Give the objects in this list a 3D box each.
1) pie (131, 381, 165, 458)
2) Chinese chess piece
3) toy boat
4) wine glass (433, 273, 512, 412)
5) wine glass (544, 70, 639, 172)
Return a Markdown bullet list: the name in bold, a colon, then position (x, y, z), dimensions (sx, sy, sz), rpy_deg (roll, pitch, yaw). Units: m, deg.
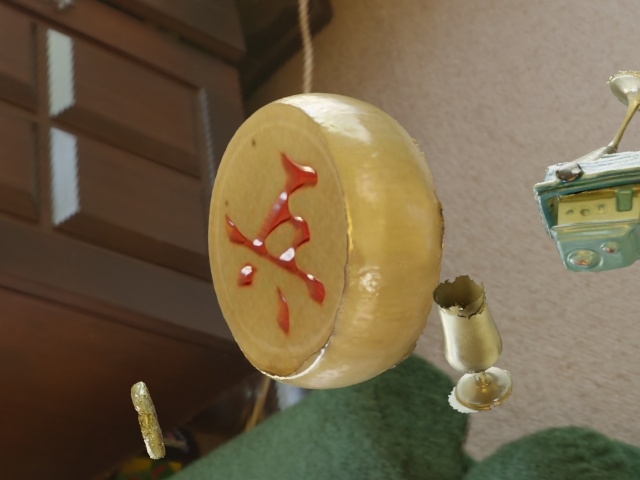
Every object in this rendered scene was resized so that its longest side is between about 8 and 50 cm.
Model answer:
- **pie**: position (-0.182, 0.191, 1.251), dimensions (0.084, 0.020, 0.084), rpy_deg (164, 90, -82)
- **Chinese chess piece**: position (0.000, 0.000, 1.001), dimensions (0.250, 0.103, 0.249), rpy_deg (3, 93, 57)
- **toy boat**: position (0.319, -0.026, 1.095), dimensions (0.238, 0.109, 0.098), rpy_deg (-5, 49, 21)
- **wine glass**: position (0.088, 0.062, 0.702), dimensions (0.042, 0.083, 0.039), rpy_deg (-19, 36, 1)
- **wine glass**: position (0.386, -0.130, 1.552), dimensions (0.122, 0.122, 0.183), rpy_deg (7, 63, 52)
